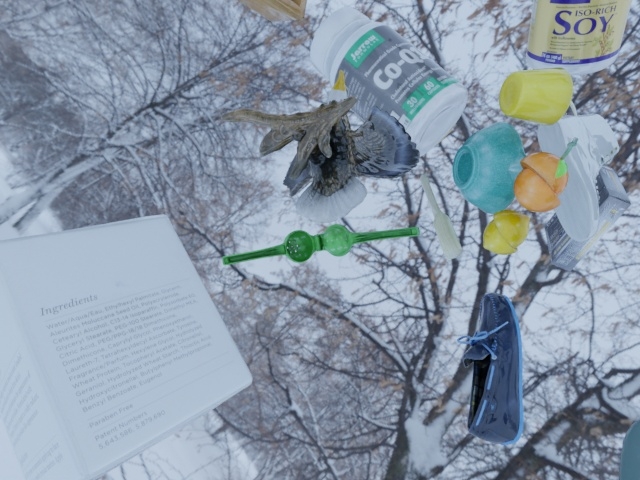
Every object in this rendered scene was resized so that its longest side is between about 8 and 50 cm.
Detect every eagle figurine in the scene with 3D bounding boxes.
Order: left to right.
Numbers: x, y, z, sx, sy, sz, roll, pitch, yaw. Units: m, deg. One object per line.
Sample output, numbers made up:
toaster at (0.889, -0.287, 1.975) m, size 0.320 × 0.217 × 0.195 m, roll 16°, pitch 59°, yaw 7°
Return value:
eagle figurine at (0.027, -0.155, 0.716) m, size 0.226 × 0.225 × 0.298 m, roll 41°, pitch 8°, yaw 14°

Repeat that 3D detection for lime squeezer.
lime squeezer at (0.000, 0.000, 0.736) m, size 0.110 × 0.310 × 0.059 m, roll 90°, pitch -8°, yaw -77°

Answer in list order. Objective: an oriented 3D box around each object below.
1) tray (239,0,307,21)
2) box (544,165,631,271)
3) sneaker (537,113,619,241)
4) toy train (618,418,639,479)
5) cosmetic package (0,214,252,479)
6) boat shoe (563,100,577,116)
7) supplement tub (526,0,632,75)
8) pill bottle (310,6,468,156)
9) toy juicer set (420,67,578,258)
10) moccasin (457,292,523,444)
tray at (-0.149, -0.423, 0.473) m, size 0.076 × 0.410 × 0.203 m, roll 14°, pitch -82°, yaw 33°
box at (0.682, -0.062, 1.150) m, size 0.056 × 0.183 × 0.231 m, roll 22°, pitch -51°, yaw 3°
sneaker at (0.625, -0.154, 1.021) m, size 0.108 × 0.169 × 0.293 m, roll 163°, pitch -85°, yaw -74°
toy train at (0.424, 0.285, 0.381) m, size 0.334 × 0.142 × 0.190 m, roll 52°, pitch -41°, yaw -8°
cosmetic package at (-0.191, 0.099, 0.395) m, size 0.151 × 0.151 × 0.184 m, roll -40°, pitch -105°, yaw 38°
boat shoe at (0.750, -0.358, 1.394) m, size 0.285 × 0.092 × 0.102 m, roll 43°, pitch -28°, yaw -29°
supplement tub at (0.703, -0.648, 1.195) m, size 0.241 × 0.241 × 0.331 m, roll 31°, pitch -35°, yaw 41°
pill bottle at (0.152, -0.381, 1.059) m, size 0.361 × 0.204 × 0.204 m, roll 47°, pitch -22°, yaw 19°
toy juicer set at (0.253, -0.072, 0.648) m, size 0.329 × 0.089 × 0.209 m, roll 123°, pitch -34°, yaw -68°
moccasin at (0.383, 0.271, 1.005) m, size 0.116 × 0.342 × 0.138 m, roll 8°, pitch -34°, yaw 3°
